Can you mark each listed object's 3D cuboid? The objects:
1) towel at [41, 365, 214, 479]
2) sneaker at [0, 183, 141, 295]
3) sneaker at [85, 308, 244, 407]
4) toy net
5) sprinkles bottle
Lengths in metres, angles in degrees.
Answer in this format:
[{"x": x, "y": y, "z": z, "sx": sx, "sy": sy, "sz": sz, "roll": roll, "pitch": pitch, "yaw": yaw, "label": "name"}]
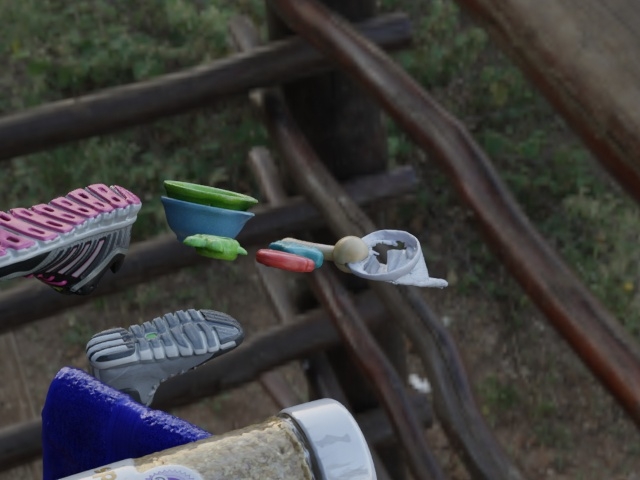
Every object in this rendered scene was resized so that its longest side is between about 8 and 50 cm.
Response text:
[{"x": -0.201, "y": 0.294, "z": 1.519, "sx": 0.308, "sy": 0.227, "sz": 0.076, "roll": 19, "pitch": 30, "yaw": 33, "label": "towel"}, {"x": -0.201, "y": 0.013, "z": 0.997, "sx": 0.063, "sy": 0.074, "sz": 0.170, "roll": 21, "pitch": 27, "yaw": 29, "label": "sneaker"}, {"x": -0.224, "y": 0.179, "z": 1.915, "sx": 0.229, "sy": 0.132, "sz": 0.086, "roll": -7, "pitch": 38, "yaw": -18, "label": "sneaker"}, {"x": 0.000, "y": 0.000, "z": 0.976, "sx": 0.232, "sy": 0.045, "sz": 0.122, "roll": 10, "pitch": 3, "yaw": -23, "label": "toy net"}, {"x": -0.132, "y": 0.232, "z": 1.084, "sx": 0.355, "sy": 0.121, "sz": 0.121, "roll": -14, "pitch": 41, "yaw": -22, "label": "sprinkles bottle"}]
